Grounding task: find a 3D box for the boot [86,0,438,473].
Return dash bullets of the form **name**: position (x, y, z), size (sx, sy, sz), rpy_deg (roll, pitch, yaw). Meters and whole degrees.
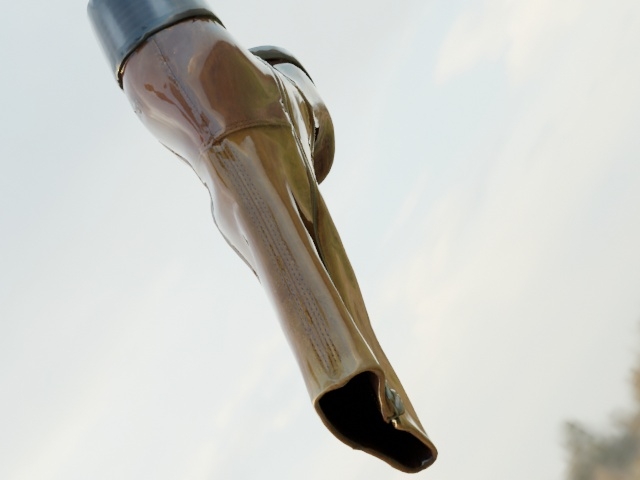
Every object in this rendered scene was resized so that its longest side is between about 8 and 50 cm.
- **boot**: position (0.000, 0.000, 0.993), size (0.096, 0.280, 0.264), rpy_deg (-32, -25, 0)
